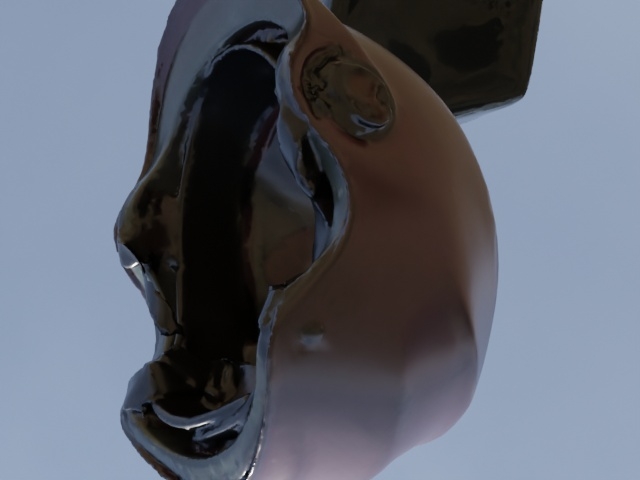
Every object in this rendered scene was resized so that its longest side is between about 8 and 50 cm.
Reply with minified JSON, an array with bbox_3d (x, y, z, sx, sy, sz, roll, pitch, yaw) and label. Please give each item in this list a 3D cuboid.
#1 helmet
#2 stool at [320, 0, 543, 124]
[{"bbox_3d":[0.000,0.000,0.807,0.197,0.271,0.338,11,-117,-27],"label":"helmet"},{"bbox_3d":[0.094,-0.211,1.234,0.232,0.232,0.141,21,172,-14],"label":"stool"}]
